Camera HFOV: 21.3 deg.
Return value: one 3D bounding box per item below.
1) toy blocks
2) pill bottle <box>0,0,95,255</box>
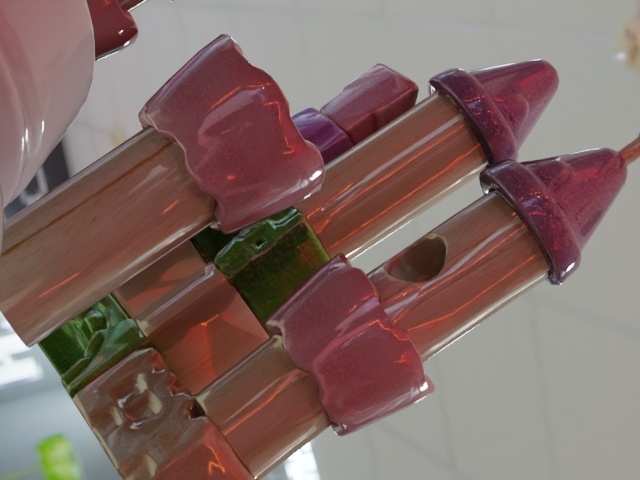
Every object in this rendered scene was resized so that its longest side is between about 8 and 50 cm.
[{"bbox_3d":[0.000,0.000,0.760,0.309,0.260,0.288,61,-10,-31],"label":"toy blocks"},{"bbox_3d":[-0.183,0.011,0.437,0.160,0.283,0.160,17,-42,16],"label":"pill bottle"}]
